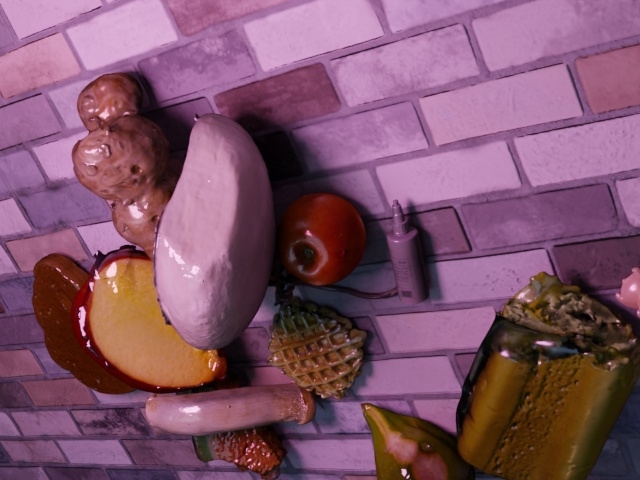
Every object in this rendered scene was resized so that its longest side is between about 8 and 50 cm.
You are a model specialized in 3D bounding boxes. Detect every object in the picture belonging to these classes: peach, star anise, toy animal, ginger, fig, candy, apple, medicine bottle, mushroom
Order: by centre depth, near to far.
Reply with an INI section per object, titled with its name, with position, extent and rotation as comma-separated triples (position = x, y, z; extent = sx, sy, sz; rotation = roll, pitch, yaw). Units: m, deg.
[toy animal]
position = 0.518, 0.090, 1.514
extent = 0.114, 0.082, 0.091
rotation = 25, 130, 17
[medicine bottle]
position = 0.149, 0.016, 1.718
extent = 0.057, 0.057, 0.199
rotation = 4, 122, 31
[candy]
position = -0.173, 0.008, 1.733
extent = 0.186, 0.386, 0.427
rotation = 7, 147, 0
[apple]
position = 0.000, 0.000, 1.745
extent = 0.163, 0.139, 0.163
rotation = 18, 130, 23
[ginger]
position = -0.336, -0.118, 1.820
extent = 0.176, 0.256, 0.375
rotation = -20, 114, 9
[star anise]
position = 0.015, 0.061, 1.865
extent = 0.227, 0.218, 0.148
rotation = 3, 95, -16
[fig]
position = 0.173, 0.422, 1.925
extent = 0.275, 0.206, 0.206
rotation = 50, 139, 29
[mushroom]
position = -0.185, 0.348, 2.030
extent = 0.351, 0.123, 0.095
rotation = -2, 107, -4
[peach]
position = -0.351, 0.180, 2.054
extent = 0.361, 0.258, 0.201
rotation = 35, 167, -6

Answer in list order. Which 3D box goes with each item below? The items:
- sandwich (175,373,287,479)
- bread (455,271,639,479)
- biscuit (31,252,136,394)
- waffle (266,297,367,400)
[sandwich]
position = -0.211, 0.428, 2.169
extent = 0.301, 0.162, 0.250
rotation = 37, 138, 9
[bread]
position = 0.371, 0.245, 1.631
extent = 0.251, 0.208, 0.377
rotation = 19, 130, 12
[biscuit]
position = -0.533, 0.195, 2.274
extent = 0.358, 0.074, 0.381
rotation = -8, 114, 35
[waffle]
position = -0.012, 0.216, 1.963
extent = 0.214, 0.054, 0.208
rotation = 27, 128, 17
